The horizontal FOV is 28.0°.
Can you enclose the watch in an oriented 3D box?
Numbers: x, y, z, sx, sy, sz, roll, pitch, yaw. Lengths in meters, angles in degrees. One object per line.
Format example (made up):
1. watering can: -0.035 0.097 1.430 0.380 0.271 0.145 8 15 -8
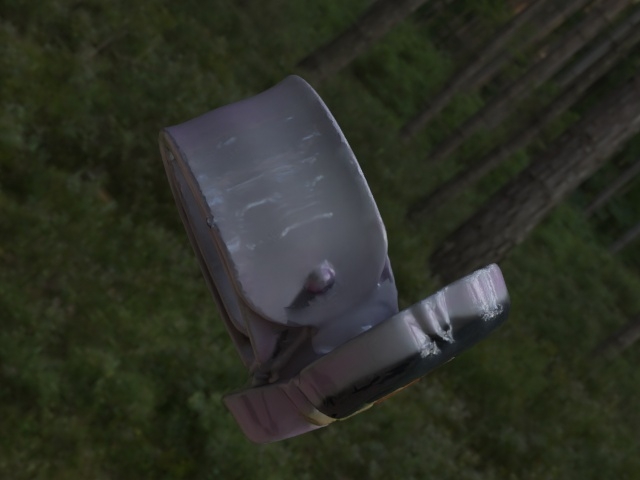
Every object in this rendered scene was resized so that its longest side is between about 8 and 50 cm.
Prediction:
1. watch: 0.000 0.000 0.861 0.244 0.196 0.231 129 -60 -78
